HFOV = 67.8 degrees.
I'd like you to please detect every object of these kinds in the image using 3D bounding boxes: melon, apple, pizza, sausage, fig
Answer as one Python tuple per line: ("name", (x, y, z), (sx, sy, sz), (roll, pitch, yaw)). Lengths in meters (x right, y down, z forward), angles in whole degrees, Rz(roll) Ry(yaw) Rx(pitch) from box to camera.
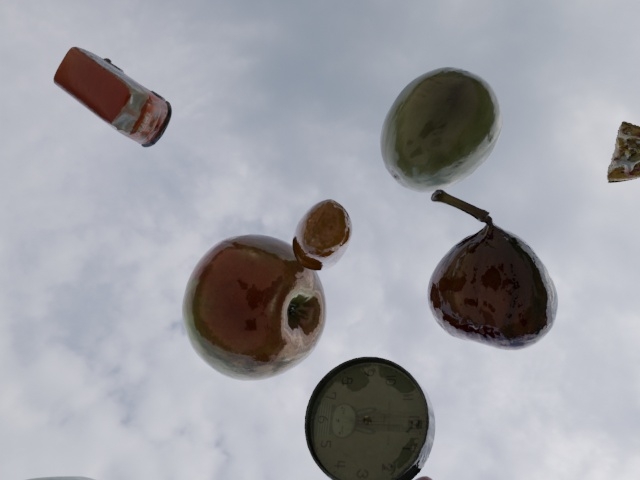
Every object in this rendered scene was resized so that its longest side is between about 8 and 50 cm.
("melon", (0.279, -0.254, 1.099), (0.272, 0.272, 0.307), (16, -102, 13))
("apple", (-0.133, 0.142, 1.032), (0.277, 0.319, 0.319), (8, -112, 27))
("pizza", (0.717, -0.204, 1.048), (0.185, 0.176, 0.036), (-18, -135, 34))
("sausage", (0.000, 0.000, 0.759), (0.098, 0.238, 0.098), (1, -99, -4))
("fig", (0.285, 0.047, 0.783), (0.204, 0.186, 0.249), (13, -78, 52))

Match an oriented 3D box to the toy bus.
("toy bus", (-0.286, -0.198, 0.651), (0.174, 0.077, 0.079), (36, -85, 24))

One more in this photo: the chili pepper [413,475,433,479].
("chili pepper", (0.160, 0.411, 0.727), (0.192, 0.086, 0.084), (-20, -70, -10))

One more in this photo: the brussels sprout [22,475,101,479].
("brussels sprout", (-0.198, 0.290, 0.319), (0.244, 0.244, 0.244), (-2, -112, 6))

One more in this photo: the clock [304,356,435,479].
("clock", (0.076, 0.293, 0.775), (0.215, 0.042, 0.214), (-13, -130, 16))
